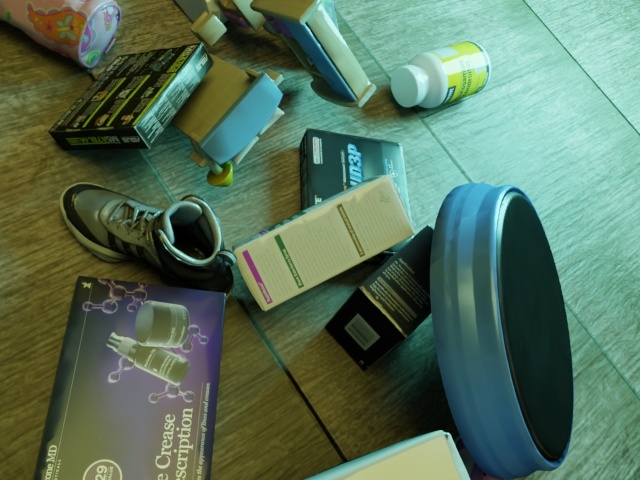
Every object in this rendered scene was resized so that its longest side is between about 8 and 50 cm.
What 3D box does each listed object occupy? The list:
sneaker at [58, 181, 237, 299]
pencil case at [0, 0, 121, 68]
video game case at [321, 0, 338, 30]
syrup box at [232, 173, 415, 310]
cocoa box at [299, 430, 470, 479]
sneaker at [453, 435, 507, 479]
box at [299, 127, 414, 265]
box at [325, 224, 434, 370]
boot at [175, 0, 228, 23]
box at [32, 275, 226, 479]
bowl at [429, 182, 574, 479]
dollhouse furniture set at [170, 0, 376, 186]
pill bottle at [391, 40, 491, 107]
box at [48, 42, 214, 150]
[{"bbox_3d":[-0.223,-0.021,0.777,0.268,0.153,0.101,32,57,0],"label":"sneaker"},{"bbox_3d":[-0.457,-0.385,0.912,0.284,0.124,0.124,29,58,-2],"label":"pencil case"},{"bbox_3d":[-0.009,-0.426,1.079,0.022,0.173,0.191,-19,63,21],"label":"video game case"},{"bbox_3d":[0.000,0.000,0.824,0.236,0.093,0.096,-26,96,-8],"label":"syrup box"},{"bbox_3d":[-0.011,0.360,0.567,0.346,0.228,0.232,-19,70,-11],"label":"cocoa box"},{"bbox_3d":[0.202,0.340,0.768,0.095,0.105,0.236,37,56,4],"label":"sneaker"},{"bbox_3d":[0.057,-0.070,0.963,0.175,0.051,0.221,7,62,-16],"label":"box"},{"bbox_3d":[0.107,0.083,0.839,0.093,0.156,0.158,47,58,9],"label":"box"},{"bbox_3d":[-0.232,-0.503,1.078,0.123,0.095,0.258,-35,87,-37],"label":"boot"},{"bbox_3d":[-0.218,0.189,0.702,0.184,0.103,0.262,7,61,-13],"label":"box"},{"bbox_3d":[0.259,0.110,0.791,0.391,0.077,0.392,26,59,-53],"label":"bowl"},{"bbox_3d":[-0.119,-0.232,0.968,0.303,0.198,0.286,-50,47,-5],"label":"dollhouse furniture set"},{"bbox_3d":[0.227,-0.311,1.121,0.184,0.103,0.103,-23,73,-28],"label":"pill bottle"},{"bbox_3d":[-0.274,-0.209,0.862,0.184,0.045,0.191,5,52,28],"label":"box"}]
